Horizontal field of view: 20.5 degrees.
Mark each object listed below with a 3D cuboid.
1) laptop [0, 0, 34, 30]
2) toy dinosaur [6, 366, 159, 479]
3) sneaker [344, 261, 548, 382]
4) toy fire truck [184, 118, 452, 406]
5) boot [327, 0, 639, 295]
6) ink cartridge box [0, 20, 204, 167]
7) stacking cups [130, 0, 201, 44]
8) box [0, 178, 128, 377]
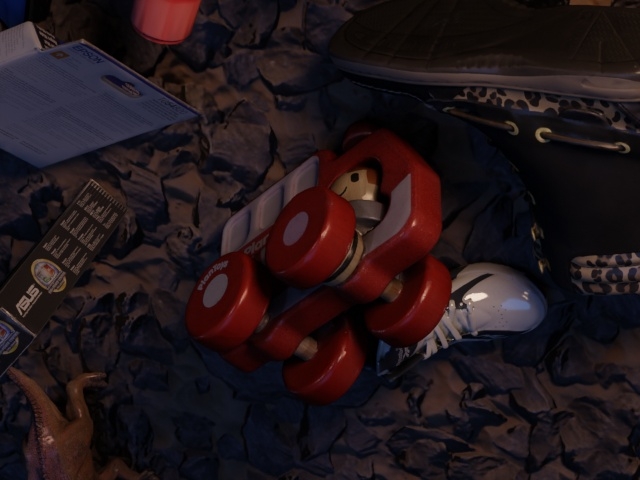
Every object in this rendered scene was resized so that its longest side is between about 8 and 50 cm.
[{"bbox_3d":[-0.399,-0.346,1.787,0.264,0.136,0.234,11,122,-2],"label":"laptop"},{"bbox_3d":[-0.308,0.280,2.089,0.127,0.200,0.296,-9,115,23],"label":"toy dinosaur"},{"bbox_3d":[0.114,0.095,1.868,0.235,0.153,0.094,6,123,15],"label":"sneaker"},{"bbox_3d":[0.000,0.000,1.795,0.169,0.254,0.302,31,129,-29],"label":"toy fire truck"},{"bbox_3d":[0.200,-0.095,1.730,0.377,0.138,0.284,7,134,32],"label":"boot"},{"bbox_3d":[-0.272,-0.155,1.837,0.224,0.045,0.223,-15,157,25],"label":"ink cartridge box"},{"bbox_3d":[-0.118,-0.325,1.659,0.096,0.096,0.316,23,124,4],"label":"stacking cups"},{"bbox_3d":[-0.334,0.076,1.937,0.060,0.270,0.216,39,124,-8],"label":"box"}]
